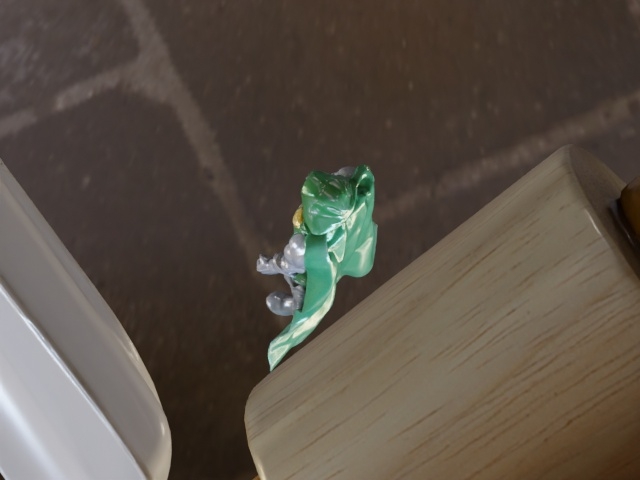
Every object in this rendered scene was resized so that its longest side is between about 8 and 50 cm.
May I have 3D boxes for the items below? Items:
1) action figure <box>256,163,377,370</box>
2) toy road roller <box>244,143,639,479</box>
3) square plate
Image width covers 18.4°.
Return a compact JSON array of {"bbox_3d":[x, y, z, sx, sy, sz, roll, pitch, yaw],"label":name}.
[{"bbox_3d":[0.000,0.000,1.341,0.063,0.232,0.137,30,73,5],"label":"action figure"},{"bbox_3d":[0.090,0.130,0.505,0.202,0.240,0.329,-39,69,16],"label":"toy road roller"},{"bbox_3d":[-0.181,0.035,1.069,0.049,0.347,0.344,-33,75,-19],"label":"square plate"}]
